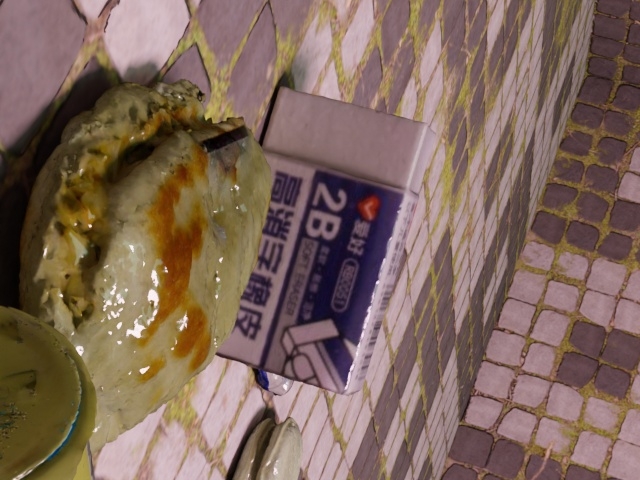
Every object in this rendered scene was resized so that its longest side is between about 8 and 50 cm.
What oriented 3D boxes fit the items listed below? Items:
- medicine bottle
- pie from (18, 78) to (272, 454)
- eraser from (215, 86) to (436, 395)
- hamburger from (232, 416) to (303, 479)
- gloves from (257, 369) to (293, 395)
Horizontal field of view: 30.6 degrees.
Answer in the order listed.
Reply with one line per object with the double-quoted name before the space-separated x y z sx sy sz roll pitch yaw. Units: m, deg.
"medicine bottle" -0.155 0.147 0.529 0.124 0.124 0.239 -57 158 -45
"pie" -0.091 0.011 0.657 0.248 0.090 0.201 -51 151 -62
"eraser" 0.000 0.000 0.893 0.068 0.124 0.210 13 93 -74
"hamburger" -0.051 0.214 1.087 0.084 0.054 0.121 72 35 -57
"gloves" -0.039 0.100 1.053 0.086 0.026 0.064 76 33 -53
